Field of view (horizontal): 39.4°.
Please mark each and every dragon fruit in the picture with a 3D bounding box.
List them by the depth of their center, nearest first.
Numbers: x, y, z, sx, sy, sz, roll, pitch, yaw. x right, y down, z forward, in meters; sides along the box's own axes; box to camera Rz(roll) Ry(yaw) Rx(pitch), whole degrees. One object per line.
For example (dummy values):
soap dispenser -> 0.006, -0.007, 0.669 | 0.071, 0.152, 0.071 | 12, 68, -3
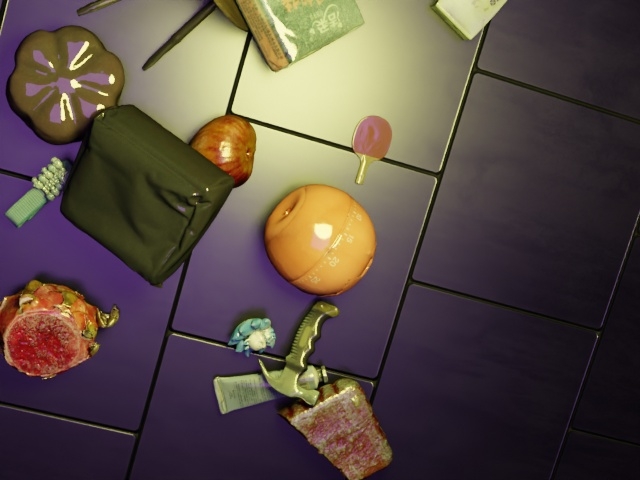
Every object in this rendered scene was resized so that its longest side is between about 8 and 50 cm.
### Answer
dragon fruit -> -0.575, 0.187, 1.892 | 0.282, 0.147, 0.211 | -8, 100, -5

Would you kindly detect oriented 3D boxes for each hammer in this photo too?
hammer -> -0.037, 0.241, 2.003 | 0.158, 0.041, 0.227 | 25, 80, 11

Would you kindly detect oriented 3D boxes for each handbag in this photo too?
handbag -> -0.351, -0.090, 1.818 | 0.301, 0.178, 0.275 | 35, 118, 8

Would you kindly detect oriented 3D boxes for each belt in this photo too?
belt -> -0.586, -0.096, 1.868 | 0.179, 0.100, 0.065 | -43, 99, 3

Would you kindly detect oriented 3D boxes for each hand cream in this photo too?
hand cream -> -0.111, 0.329, 2.030 | 0.255, 0.055, 0.088 | -12, 103, -4

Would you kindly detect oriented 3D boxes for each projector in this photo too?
projector -> 0.330, -0.528, 1.946 | 0.115, 0.061, 0.147 | 41, 92, -14

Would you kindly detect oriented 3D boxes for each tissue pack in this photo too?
tissue pack -> -0.070, -0.534, 1.830 | 0.228, 0.103, 0.316 | -33, 103, -27

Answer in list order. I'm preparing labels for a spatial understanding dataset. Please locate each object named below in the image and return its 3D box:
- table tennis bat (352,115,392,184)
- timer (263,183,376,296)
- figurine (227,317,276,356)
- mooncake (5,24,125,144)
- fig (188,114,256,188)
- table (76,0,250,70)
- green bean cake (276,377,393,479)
table tennis bat -> 0.108, -0.201, 1.995 | 0.087, 0.013, 0.157 | 14, 95, -13
timer -> 0.000, 0.000, 1.903 | 0.215, 0.229, 0.230 | 42, 91, -22
figurine -> -0.155, 0.216, 1.990 | 0.114, 0.079, 0.114 | -19, 146, -13
mooncake -> -0.521, -0.316, 1.827 | 0.244, 0.133, 0.245 | -1, 94, -13
fig -> -0.220, -0.171, 1.891 | 0.202, 0.148, 0.149 | -34, 73, 27
table -> -0.333, -0.520, 1.788 | 0.249, 0.317, 0.317 | -24, 102, 11
green bean cake -> 0.042, 0.444, 2.048 | 0.198, 0.097, 0.233 | -30, 102, -4
